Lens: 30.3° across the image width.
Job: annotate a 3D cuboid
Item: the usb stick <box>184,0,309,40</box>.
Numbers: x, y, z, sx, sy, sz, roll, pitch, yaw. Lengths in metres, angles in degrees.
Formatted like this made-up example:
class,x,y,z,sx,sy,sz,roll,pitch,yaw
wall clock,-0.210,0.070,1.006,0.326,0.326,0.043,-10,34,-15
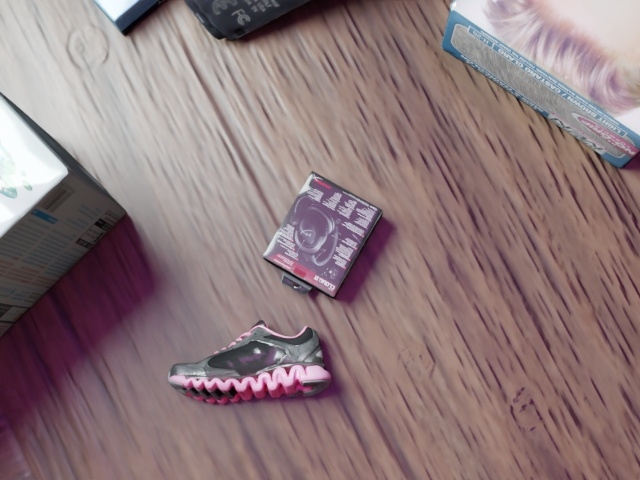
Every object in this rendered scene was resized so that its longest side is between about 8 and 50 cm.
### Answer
class,x,y,z,sx,sy,sz,roll,pitch,yaw
usb stick,0.026,-0.230,0.853,0.278,0.077,0.045,-25,39,19

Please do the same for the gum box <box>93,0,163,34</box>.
class,x,y,z,sx,sy,sz,roll,pitch,yaw
gum box,-0.155,-0.280,0.917,0.157,0.041,0.184,-40,83,-3

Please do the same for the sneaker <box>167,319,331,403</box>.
class,x,y,z,sx,sy,sz,roll,pitch,yaw
sneaker,-0.053,0.088,0.874,0.119,0.047,0.057,-3,68,-3

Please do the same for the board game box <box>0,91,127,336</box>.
class,x,y,z,sx,sy,sz,roll,pitch,yaw
board game box,-0.284,0.043,0.789,0.097,0.224,0.303,45,85,5

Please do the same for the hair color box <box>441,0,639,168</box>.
class,x,y,z,sx,sy,sz,roll,pitch,yaw
hair color box,0.259,-0.246,0.873,0.174,0.105,0.347,35,86,5

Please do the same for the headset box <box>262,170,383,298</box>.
class,x,y,z,sx,sy,sz,roll,pitch,yaw
headset box,0.000,0.000,0.884,0.062,0.032,0.083,29,85,5
